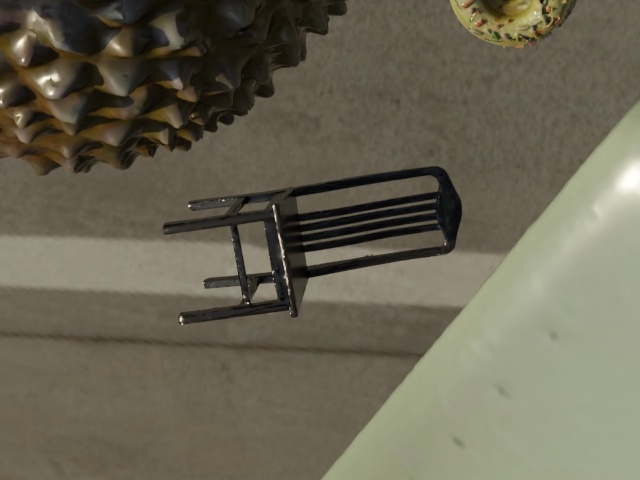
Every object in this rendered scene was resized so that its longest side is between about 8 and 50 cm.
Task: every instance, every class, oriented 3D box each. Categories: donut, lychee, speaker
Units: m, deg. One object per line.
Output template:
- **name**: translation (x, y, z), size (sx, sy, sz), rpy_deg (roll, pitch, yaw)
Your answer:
- **donut**: translation (0.238, -0.315, 1.472), size (0.175, 0.068, 0.174), rpy_deg (11, 131, 14)
- **lychee**: translation (-0.163, -0.219, 0.770), size (0.432, 0.380, 0.380), rpy_deg (24, 153, 46)
- **speaker**: translation (0.145, 0.089, 0.539), size (0.184, 0.183, 0.406), rpy_deg (43, 135, 11)

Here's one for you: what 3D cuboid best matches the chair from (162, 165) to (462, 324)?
- **chair**: translation (0.000, 0.000, 0.883), size (0.213, 0.101, 0.084), rpy_deg (-7, 104, 9)
